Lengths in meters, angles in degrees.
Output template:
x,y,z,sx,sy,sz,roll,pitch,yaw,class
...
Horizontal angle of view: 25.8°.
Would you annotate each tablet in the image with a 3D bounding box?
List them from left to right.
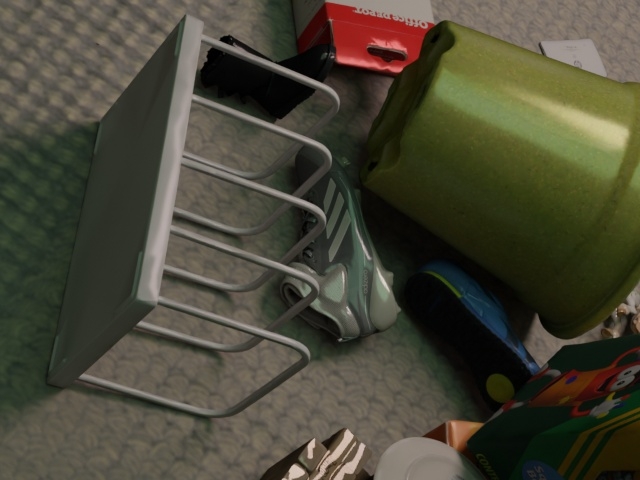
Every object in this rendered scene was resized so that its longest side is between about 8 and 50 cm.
x,y,z,sx,sy,sz,roll,pitch,yaw,class
0.302,-0.216,1.664,0.083,0.006,0.054,-8,69,-32,tablet

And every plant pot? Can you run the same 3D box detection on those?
x,y,z,sx,sy,sz,roll,pitch,yaw,class
0.186,-0.080,1.366,0.253,0.276,0.276,26,55,-10,plant pot

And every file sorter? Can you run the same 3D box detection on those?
x,y,z,sx,sy,sz,roll,pitch,yaw,class
-0.101,-0.008,1.211,0.173,0.193,0.278,21,56,-22,file sorter

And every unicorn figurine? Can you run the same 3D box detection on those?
x,y,z,sx,sy,sz,roll,pitch,yaw,class
0.302,0.033,1.495,0.162,0.060,0.111,62,35,-15,unicorn figurine

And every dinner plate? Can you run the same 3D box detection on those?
x,y,z,sx,sy,sz,roll,pitch,yaw,class
0.107,0.229,1.193,0.141,0.017,0.141,23,43,-24,dinner plate

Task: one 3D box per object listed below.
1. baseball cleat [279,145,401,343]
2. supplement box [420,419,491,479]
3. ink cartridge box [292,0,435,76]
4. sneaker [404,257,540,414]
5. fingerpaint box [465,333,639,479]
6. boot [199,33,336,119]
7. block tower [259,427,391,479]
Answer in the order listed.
x,y,z,sx,sy,sz,roll,pitch,yaw,class
0.000,0.000,1.338,0.109,0.072,0.206,-16,67,-23,baseball cleat
0.203,0.228,1.324,0.233,0.078,0.080,8,61,-25,supplement box
0.043,-0.260,1.496,0.134,0.078,0.231,7,62,-26,ink cartridge box
0.174,0.100,1.375,0.209,0.069,0.082,50,38,12,sneaker
0.379,0.290,1.143,0.163,0.371,0.445,-38,99,-27,fingerpaint box
-0.054,-0.172,1.372,0.099,0.121,0.045,27,52,-22,boot
0.091,0.304,1.209,0.335,0.097,0.091,43,52,-4,block tower
